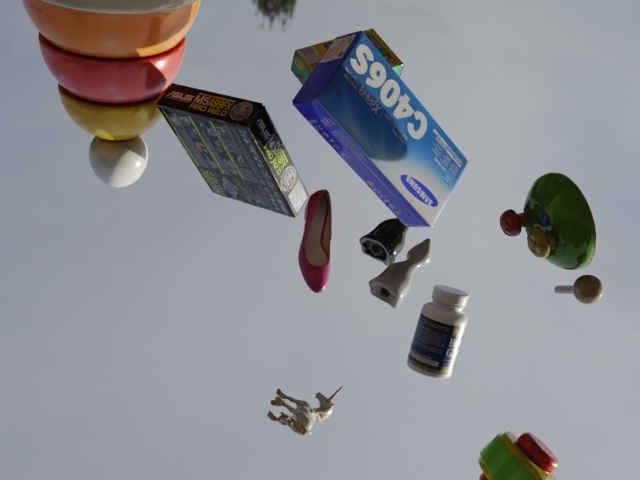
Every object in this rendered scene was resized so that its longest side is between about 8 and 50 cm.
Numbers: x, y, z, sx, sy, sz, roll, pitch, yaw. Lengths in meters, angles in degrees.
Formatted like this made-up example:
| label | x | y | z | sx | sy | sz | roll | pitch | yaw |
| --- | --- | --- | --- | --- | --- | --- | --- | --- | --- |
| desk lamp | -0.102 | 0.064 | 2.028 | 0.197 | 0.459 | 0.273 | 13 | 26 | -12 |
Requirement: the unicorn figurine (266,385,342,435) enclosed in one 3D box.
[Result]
| label | x | y | z | sx | sy | sz | roll | pitch | yaw |
| --- | --- | --- | --- | --- | --- | --- | --- | --- | --- |
| unicorn figurine | -0.033 | 0.303 | 1.468 | 0.111 | 0.060 | 0.162 | 26 | -153 | -3 |

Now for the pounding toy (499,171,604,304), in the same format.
| label | x | y | z | sx | sy | sz | roll | pitch | yaw |
| --- | --- | --- | --- | --- | --- | --- | --- | --- | --- |
| pounding toy | 0.400 | 0.004 | 1.476 | 0.110 | 0.237 | 0.183 | -17 | -176 | -13 |

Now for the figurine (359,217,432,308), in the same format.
| label | x | y | z | sx | sy | sz | roll | pitch | yaw |
| --- | --- | --- | --- | --- | --- | --- | --- | --- | --- |
| figurine | 0.203 | 0.023 | 2.000 | 0.092 | 0.215 | 0.209 | 18 | -135 | 37 |

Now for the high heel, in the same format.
| label | x | y | z | sx | sy | sz | roll | pitch | yaw |
| --- | --- | --- | --- | --- | --- | --- | --- | --- | --- |
| high heel | 0.000 | 0.000 | 2.005 | 0.082 | 0.117 | 0.244 | 8 | -108 | -15 |

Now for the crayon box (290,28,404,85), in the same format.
| label | x | y | z | sx | sy | sz | roll | pitch | yaw |
| --- | --- | --- | --- | --- | --- | --- | --- | --- | --- |
| crayon box | 0.077 | -0.494 | 2.349 | 0.278 | 0.081 | 0.165 | -22 | -118 | -26 |

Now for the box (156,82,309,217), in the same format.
| label | x | y | z | sx | sy | sz | roll | pitch | yaw |
| --- | --- | --- | --- | --- | --- | --- | --- | --- | --- |
| box | -0.160 | -0.166 | 1.553 | 0.216 | 0.270 | 0.060 | 18 | -117 | 30 |

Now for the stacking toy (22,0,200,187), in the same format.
| label | x | y | z | sx | sy | sz | roll | pitch | yaw |
| --- | --- | --- | --- | --- | --- | --- | --- | --- | --- |
| stacking toy | -0.396 | -0.318 | 1.571 | 0.350 | 0.480 | 0.351 | 6 | -144 | -5 |

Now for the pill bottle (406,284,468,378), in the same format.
| label | x | y | z | sx | sy | sz | roll | pitch | yaw |
| --- | --- | --- | --- | --- | --- | --- | --- | --- | --- |
| pill bottle | 0.234 | 0.177 | 1.617 | 0.094 | 0.169 | 0.094 | 14 | -170 | -3 |

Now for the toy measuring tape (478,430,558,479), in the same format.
| label | x | y | z | sx | sy | sz | roll | pitch | yaw |
| --- | --- | --- | --- | --- | --- | --- | --- | --- | --- |
| toy measuring tape | 0.269 | 0.333 | 1.178 | 0.121 | 0.121 | 0.330 | 21 | 179 | 25 |

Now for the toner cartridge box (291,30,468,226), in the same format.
| label | x | y | z | sx | sy | sz | roll | pitch | yaw |
| --- | --- | --- | --- | --- | --- | --- | --- | --- | --- |
| toner cartridge box | 0.117 | -0.193 | 1.493 | 0.075 | 0.348 | 0.165 | 3 | -124 | 53 |
